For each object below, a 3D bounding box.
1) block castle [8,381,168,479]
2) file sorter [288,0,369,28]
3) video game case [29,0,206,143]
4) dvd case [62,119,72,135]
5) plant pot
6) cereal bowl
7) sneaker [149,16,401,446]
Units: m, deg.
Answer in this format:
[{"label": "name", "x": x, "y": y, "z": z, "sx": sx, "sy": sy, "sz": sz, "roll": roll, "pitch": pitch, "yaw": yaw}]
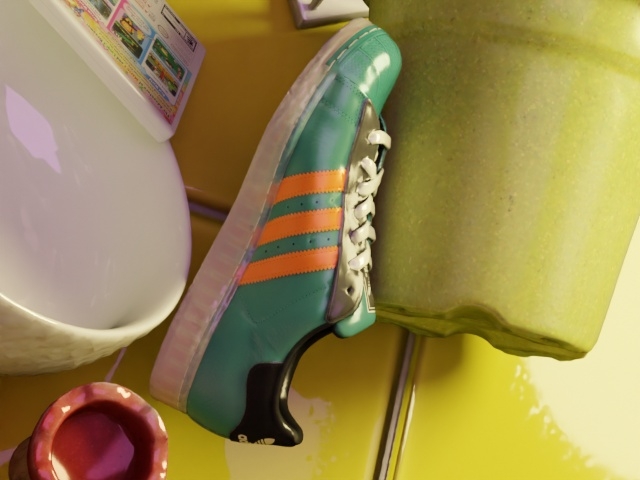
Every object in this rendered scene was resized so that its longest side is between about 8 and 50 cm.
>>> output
[{"label": "block castle", "x": -0.098, "y": 0.343, "z": 1.004, "sx": 0.453, "sy": 0.213, "sz": 0.303, "roll": 49, "pitch": 65, "yaw": -7}, {"label": "file sorter", "x": 0.106, "y": -0.309, "z": 1.315, "sx": 0.277, "sy": 0.173, "sz": 0.193, "roll": -12, "pitch": 79, "yaw": -22}, {"label": "video game case", "x": -0.150, "y": -0.163, "z": 1.198, "sx": 0.157, "sy": 0.019, "sz": 0.143, "roll": 49, "pitch": 26, "yaw": -21}, {"label": "dvd case", "x": -0.173, "y": -0.143, "z": 1.256, "sx": 0.087, "sy": 0.013, "sz": 0.119, "roll": -15, "pitch": 79, "yaw": -22}, {"label": "plant pot", "x": 0.138, "y": -0.051, "z": 1.219, "sx": 0.276, "sy": 0.276, "sz": 0.254, "roll": 14, "pitch": 82, "yaw": -14}, {"label": "cereal bowl", "x": -0.244, "y": -0.054, "z": 1.080, "sx": 0.339, "sy": 0.141, "sz": 0.339, "roll": 42, "pitch": 29, "yaw": -30}, {"label": "sneaker", "x": 0.000, "y": 0.000, "z": 1.130, "sx": 0.121, "sy": 0.108, "sz": 0.302, "roll": 26, "pitch": 92, "yaw": 11}]
